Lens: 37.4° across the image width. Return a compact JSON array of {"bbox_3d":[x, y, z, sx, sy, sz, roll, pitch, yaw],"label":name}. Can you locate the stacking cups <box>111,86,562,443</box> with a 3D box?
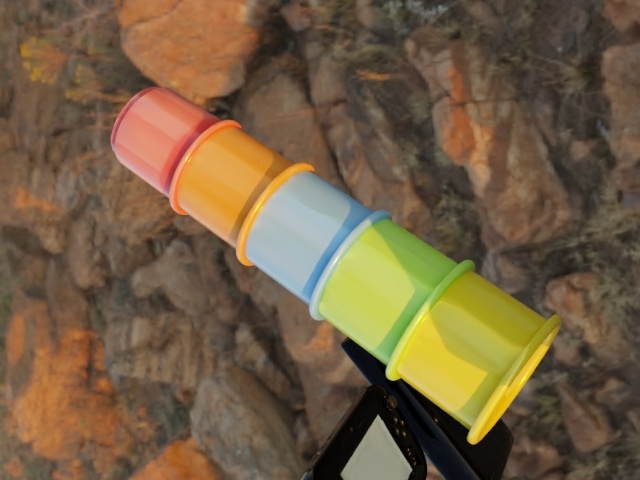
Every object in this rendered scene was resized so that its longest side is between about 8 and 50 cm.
[{"bbox_3d":[0.000,0.000,0.621,0.316,0.096,0.096,36,136,21],"label":"stacking cups"}]

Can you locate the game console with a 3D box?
[{"bbox_3d":[0.080,0.192,0.889,0.044,0.361,0.213,-38,91,27],"label":"game console"}]
